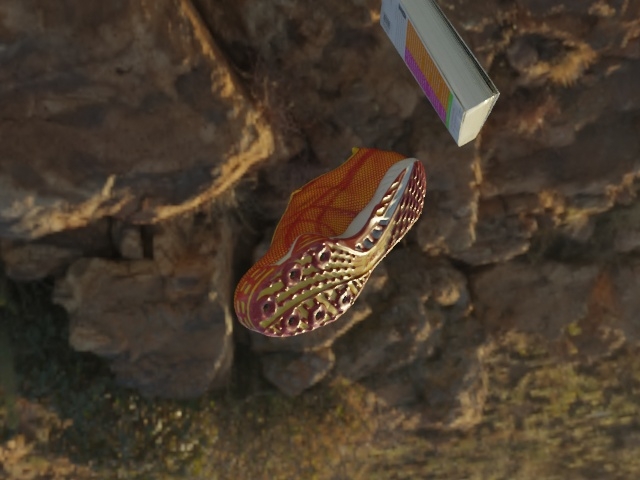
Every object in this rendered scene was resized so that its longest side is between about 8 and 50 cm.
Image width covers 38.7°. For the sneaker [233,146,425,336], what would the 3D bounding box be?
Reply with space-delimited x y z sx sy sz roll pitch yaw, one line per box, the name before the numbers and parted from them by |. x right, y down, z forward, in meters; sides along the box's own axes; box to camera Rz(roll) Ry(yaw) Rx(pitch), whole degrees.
sneaker | 0.000 0.000 0.555 0.067 0.175 0.064 13 126 31

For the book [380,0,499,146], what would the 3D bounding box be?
book | 0.098 -0.161 0.808 0.035 0.144 0.096 -29 167 -7
